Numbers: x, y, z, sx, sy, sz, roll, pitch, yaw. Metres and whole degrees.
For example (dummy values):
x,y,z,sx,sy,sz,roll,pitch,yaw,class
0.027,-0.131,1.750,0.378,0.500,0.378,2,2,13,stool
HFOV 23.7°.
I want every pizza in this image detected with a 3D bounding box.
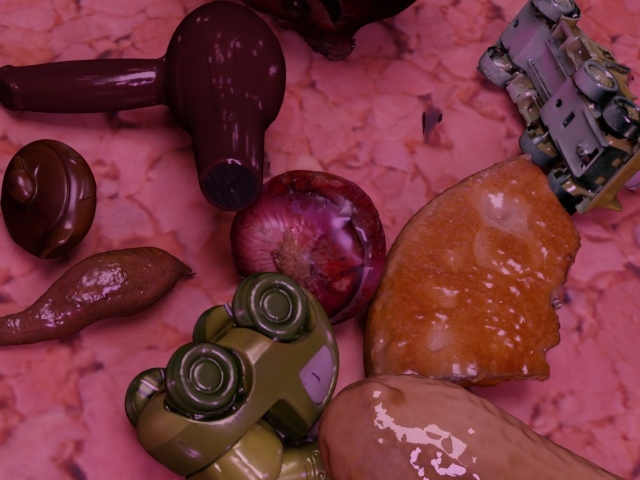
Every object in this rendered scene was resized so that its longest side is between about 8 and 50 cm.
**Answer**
x,y,z,sx,sy,sz,roll,pitch,yaw,class
0.146,0.047,1.439,0.182,0.074,0.365,20,50,8,pizza

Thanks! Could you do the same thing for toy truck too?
x,y,z,sx,sy,sz,roll,pitch,yaw,class
-0.056,0.147,1.285,0.187,0.148,0.210,-25,86,-31,toy truck
0.276,-0.145,1.609,0.135,0.128,0.259,8,43,-38,toy truck

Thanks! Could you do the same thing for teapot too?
x,y,z,sx,sy,sz,roll,pitch,yaw,class
-0.258,-0.038,1.415,0.098,0.078,0.129,-32,59,19,teapot

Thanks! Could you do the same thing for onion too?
x,y,z,sx,sy,sz,roll,pitch,yaw,class
0.002,-0.288,1.622,0.272,0.195,0.272,-1,6,0,onion
0.000,0.000,1.432,0.150,0.150,0.140,28,23,13,onion

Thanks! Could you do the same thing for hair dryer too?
x,y,z,sx,sy,sz,roll,pitch,yaw,class
-0.204,-0.128,1.486,0.340,0.123,0.312,-4,34,3,hair dryer

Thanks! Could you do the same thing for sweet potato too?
x,y,z,sx,sy,sz,roll,pitch,yaw,class
-0.212,0.048,1.377,0.226,0.068,0.068,-21,57,-24,sweet potato

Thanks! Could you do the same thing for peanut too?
x,y,z,sx,sy,sz,roll,pitch,yaw,class
0.139,0.214,1.239,0.319,0.147,0.147,27,49,-10,peanut
